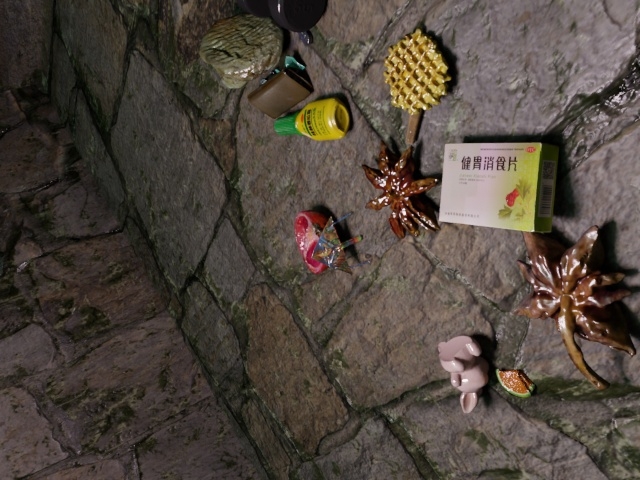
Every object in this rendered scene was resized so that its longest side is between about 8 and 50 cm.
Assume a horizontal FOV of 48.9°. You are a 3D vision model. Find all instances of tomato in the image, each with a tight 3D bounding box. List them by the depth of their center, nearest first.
[{"bbox_3d":[0.000,0.000,2.116,0.189,0.099,0.173,66,155,22],"label":"tomato"}]

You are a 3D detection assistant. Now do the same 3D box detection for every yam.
[{"bbox_3d":[0.224,-0.292,1.651,0.032,0.032,0.145,43,143,32],"label":"yam"}]

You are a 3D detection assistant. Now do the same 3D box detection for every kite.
[{"bbox_3d":[0.047,0.021,2.017,0.010,0.160,0.182,-110,-2,-78],"label":"kite"}]

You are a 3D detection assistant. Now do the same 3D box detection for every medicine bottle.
[{"bbox_3d":[-0.030,-0.330,1.963,0.309,0.076,0.111,6,108,56],"label":"medicine bottle"}]

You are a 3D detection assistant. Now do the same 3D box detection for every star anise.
[{"bbox_3d":[0.510,0.120,1.430,0.292,0.109,0.349,39,139,49],"label":"star anise"},{"bbox_3d":[0.201,-0.114,1.754,0.288,0.088,0.288,35,139,38],"label":"star anise"}]

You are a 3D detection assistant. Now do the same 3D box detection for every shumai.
[{"bbox_3d":[-0.198,-0.523,2.032,0.272,0.222,0.203,30,170,34],"label":"shumai"}]

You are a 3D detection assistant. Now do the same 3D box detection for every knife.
[{"bbox_3d":[-0.058,-0.575,1.896,0.121,0.018,0.031,55,145,20],"label":"knife"}]

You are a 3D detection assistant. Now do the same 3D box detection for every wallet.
[{"bbox_3d":[-0.116,-0.417,2.001,0.110,0.031,0.198,32,149,-25],"label":"wallet"}]

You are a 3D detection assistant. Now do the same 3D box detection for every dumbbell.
[{"bbox_3d":[-0.105,-0.633,1.801,0.218,0.153,0.152,35,137,40],"label":"dumbbell"}]

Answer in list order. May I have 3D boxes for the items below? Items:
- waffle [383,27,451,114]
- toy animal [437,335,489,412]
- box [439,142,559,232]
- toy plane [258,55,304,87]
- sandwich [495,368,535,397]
[{"bbox_3d":[0.213,-0.373,1.573,0.191,0.038,0.191,9,102,45],"label":"waffle"},{"bbox_3d":[0.383,0.338,1.779,0.124,0.124,0.212,11,140,53],"label":"toy animal"},{"bbox_3d":[0.367,-0.115,1.476,0.261,0.062,0.175,10,98,54],"label":"box"},{"bbox_3d":[-0.118,-0.453,2.027,0.096,0.060,0.235,39,148,3],"label":"toy plane"},{"bbox_3d":[0.476,0.345,1.709,0.101,0.026,0.069,-5,102,54],"label":"sandwich"}]
